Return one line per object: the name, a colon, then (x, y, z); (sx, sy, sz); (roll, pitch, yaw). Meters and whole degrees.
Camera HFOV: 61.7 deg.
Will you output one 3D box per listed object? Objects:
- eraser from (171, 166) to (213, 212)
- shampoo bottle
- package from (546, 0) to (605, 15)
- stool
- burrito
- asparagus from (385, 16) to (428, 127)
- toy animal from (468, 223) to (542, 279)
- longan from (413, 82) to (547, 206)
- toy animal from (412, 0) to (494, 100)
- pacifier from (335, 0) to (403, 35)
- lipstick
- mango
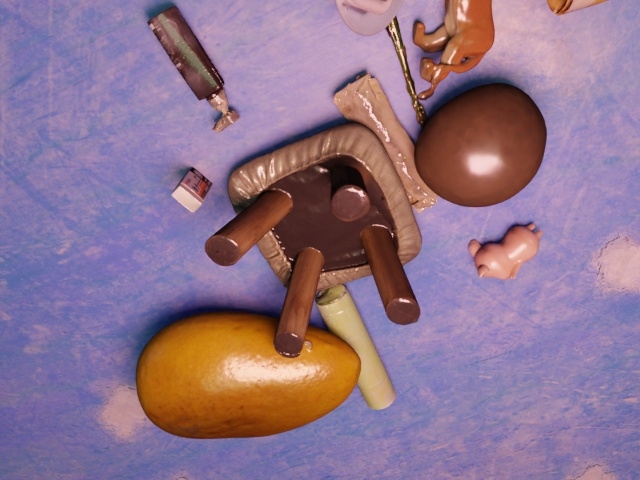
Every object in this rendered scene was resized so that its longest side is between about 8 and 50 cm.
eraser: (-0.228, -0.092, 0.959); (0.052, 0.122, 0.029); (40, 106, -17)
shampoo bottle: (-0.208, -0.284, 0.903); (0.063, 0.057, 0.208); (-28, 111, 13)
package: (0.448, -0.484, 0.743); (0.311, 0.165, 0.221); (-23, 149, -7)
stool: (0.000, 0.000, 0.923); (0.310, 0.226, 0.310); (-20, 117, 18)
burrito: (0.128, -0.167, 0.956); (0.082, 0.059, 0.275); (-30, 111, 22)
asparagus: (0.147, -0.290, 0.917); (0.022, 0.023, 0.233); (5, 127, 49)
toy animal: (0.357, 0.021, 1.031); (0.150, 0.083, 0.089); (-32, 98, 3)
longan: (0.267, -0.155, 0.888); (0.220, 0.196, 0.196); (-32, 112, 2)
toy animal: (0.233, -0.384, 0.834); (0.157, 0.097, 0.312); (-2, 117, -5)
pacifier: (0.047, -0.452, 0.777); (0.207, 0.227, 0.279); (26, 118, 34)
lipstick: (0.076, 0.227, 1.134); (0.076, 0.076, 0.304); (-20, 114, 10)
mango: (-0.140, 0.262, 1.065); (0.445, 0.220, 0.301); (-10, 128, 5)
